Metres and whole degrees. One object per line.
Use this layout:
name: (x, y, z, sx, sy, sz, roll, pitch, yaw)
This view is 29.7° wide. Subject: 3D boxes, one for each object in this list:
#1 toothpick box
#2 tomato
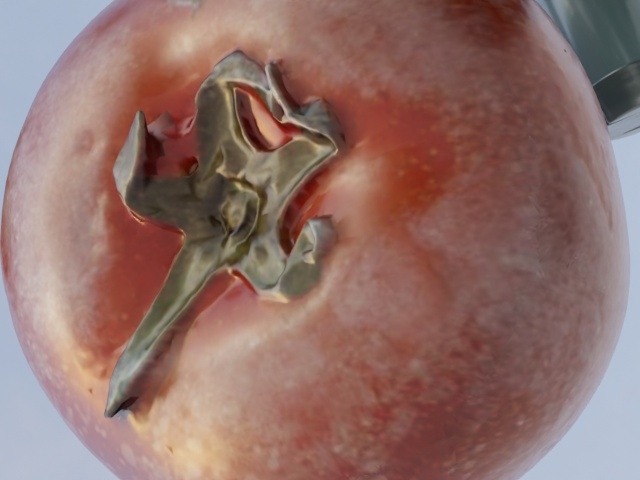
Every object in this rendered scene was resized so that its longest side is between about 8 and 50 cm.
toothpick box: (0.145, -0.097, 0.599, 0.052, 0.052, 0.083, -14, -107, -27)
tomato: (0.000, 0.000, 0.532, 0.227, 0.270, 0.270, 18, -94, -68)
